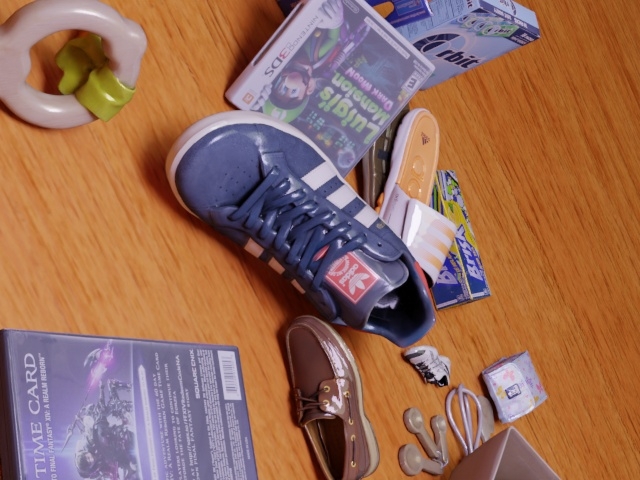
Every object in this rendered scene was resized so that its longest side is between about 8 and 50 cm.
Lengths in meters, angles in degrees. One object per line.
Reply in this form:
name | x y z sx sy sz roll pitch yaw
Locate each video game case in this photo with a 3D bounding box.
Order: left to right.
video game case | -0.152 0.178 1.022 0.274 0.026 0.196 11 65 -51
video game case | 0.015 -0.174 1.331 0.190 0.173 0.022 35 8 -41

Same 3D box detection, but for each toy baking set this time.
toy baking set | 0.171 0.272 1.419 0.256 0.030 0.196 -13 84 -56

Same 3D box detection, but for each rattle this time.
rattle | -0.256 -0.181 1.027 0.200 0.130 0.142 3 56 -26

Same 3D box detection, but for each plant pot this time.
plant pot | 0.192 0.288 1.335 0.109 0.096 0.109 49 41 -16

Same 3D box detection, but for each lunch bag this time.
lunch bag | 0.244 0.187 1.548 0.083 0.053 0.071 -21 88 -49

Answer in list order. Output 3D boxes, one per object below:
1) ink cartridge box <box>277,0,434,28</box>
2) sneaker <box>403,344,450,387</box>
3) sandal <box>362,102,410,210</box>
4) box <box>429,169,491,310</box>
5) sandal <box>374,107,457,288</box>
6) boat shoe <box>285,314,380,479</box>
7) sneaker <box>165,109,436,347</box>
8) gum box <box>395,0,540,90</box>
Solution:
ink cartridge box | -0.017 -0.352 1.342 0.065 0.186 0.311 -43 110 -28
sneaker | 0.128 0.148 1.423 0.083 0.032 0.037 27 52 -45
sandal | 0.066 -0.112 1.465 0.072 0.049 0.180 19 73 -47
box | 0.157 -0.001 1.521 0.059 0.054 0.169 -5 77 -56
sandal | 0.118 -0.036 1.424 0.102 0.076 0.265 29 67 -47
boat shoe | 0.006 0.162 1.216 0.060 0.064 0.178 -23 95 -58
sneaker | 0.000 0.000 1.193 0.350 0.131 0.148 32 16 -42
gum box | 0.159 -0.255 1.540 0.157 0.184 0.041 10 65 -52
